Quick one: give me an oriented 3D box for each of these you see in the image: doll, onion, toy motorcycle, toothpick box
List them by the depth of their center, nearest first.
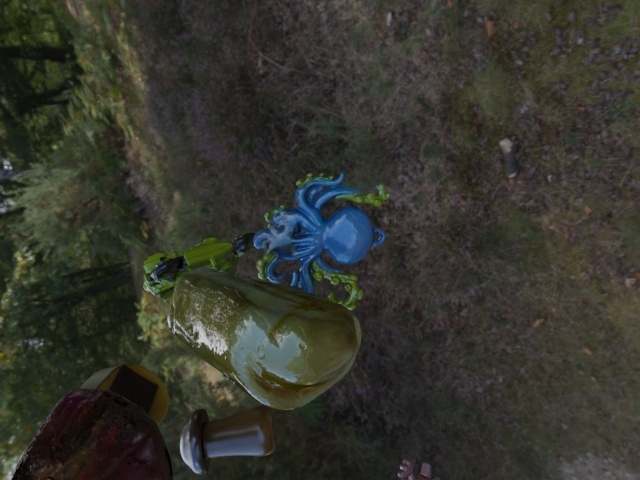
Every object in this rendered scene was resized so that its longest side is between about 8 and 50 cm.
[{"bbox_3d":[-0.385,0.445,0.773,0.282,0.259,0.337,124,164,-72],"label":"onion"},{"bbox_3d":[0.000,0.000,1.140,0.099,0.340,0.347,-56,-32,-87],"label":"doll"},{"bbox_3d":[0.252,0.692,1.158,0.093,0.211,0.262,-10,102,50],"label":"doll"},{"bbox_3d":[-0.354,0.066,1.329,0.142,0.342,0.206,55,142,18],"label":"toy motorcycle"},{"bbox_3d":[-0.297,0.627,1.438,0.192,0.293,0.192,172,90,-83],"label":"toothpick box"}]

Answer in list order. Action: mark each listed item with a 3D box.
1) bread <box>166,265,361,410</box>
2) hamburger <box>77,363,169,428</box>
[{"bbox_3d":[-0.089,0.194,0.862,0.341,0.300,0.211,13,90,38],"label":"bread"},{"bbox_3d":[-0.504,0.437,1.091,0.227,0.151,0.295,48,-157,-9],"label":"hamburger"}]
